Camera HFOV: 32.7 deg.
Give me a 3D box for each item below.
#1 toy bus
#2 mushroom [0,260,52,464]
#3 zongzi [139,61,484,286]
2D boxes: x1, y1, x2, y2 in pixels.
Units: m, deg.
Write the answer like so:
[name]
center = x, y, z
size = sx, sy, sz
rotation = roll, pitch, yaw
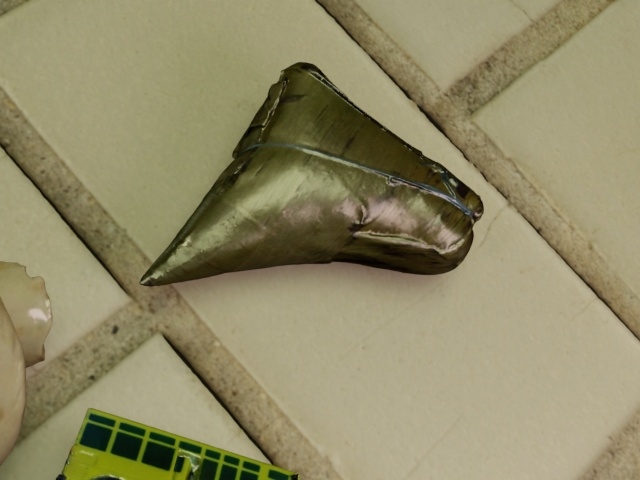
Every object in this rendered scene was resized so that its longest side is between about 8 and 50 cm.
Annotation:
[toy bus]
center = -0.149, 0.288, 1.150
size = 0.262, 0.128, 0.150
rotation = 19, 37, -7
[mushroom]
center = -0.412, 0.105, 1.105
size = 0.297, 0.297, 0.290
rotation = 38, 33, 3
[zongzi]
center = 0.000, 0.000, 1.321
size = 0.323, 0.160, 0.360
rotation = 34, 61, 2
